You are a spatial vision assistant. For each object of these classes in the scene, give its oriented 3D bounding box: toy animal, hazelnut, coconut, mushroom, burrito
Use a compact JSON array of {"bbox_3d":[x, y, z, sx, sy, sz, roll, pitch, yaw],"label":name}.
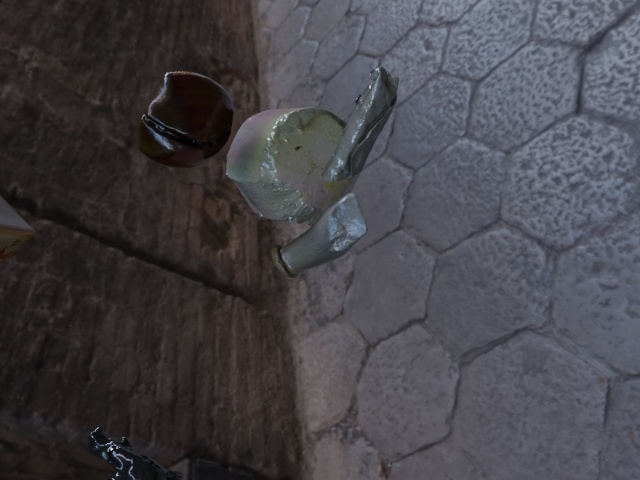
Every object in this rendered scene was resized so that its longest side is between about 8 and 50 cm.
[{"bbox_3d":[-0.263,0.374,0.761,0.146,0.245,0.114,-1,28,31],"label":"toy animal"},{"bbox_3d":[-0.285,-0.254,1.169,0.212,0.181,0.181,-58,17,23],"label":"hazelnut"},{"bbox_3d":[-0.074,-0.180,1.338,0.309,0.297,0.297,12,77,61],"label":"coconut"},{"bbox_3d":[0.008,-0.001,1.135,0.247,0.108,0.096,-35,66,27],"label":"mushroom"},{"bbox_3d":[0.078,-0.207,0.987,0.060,0.087,0.226,40,123,24],"label":"burrito"}]

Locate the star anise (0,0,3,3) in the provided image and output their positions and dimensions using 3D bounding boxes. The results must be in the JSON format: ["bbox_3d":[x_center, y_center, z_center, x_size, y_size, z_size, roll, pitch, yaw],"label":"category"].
[{"bbox_3d":[-0.685,-0.418,0.935,0.197,0.073,0.212,-34,-5,-6],"label":"star anise"}]

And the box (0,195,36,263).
[{"bbox_3d":[-0.727,-0.045,0.955,0.214,0.259,0.283,-43,1,-5],"label":"box"}]
